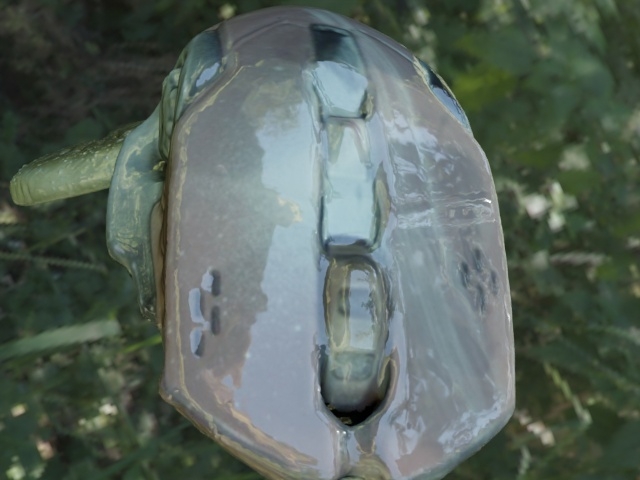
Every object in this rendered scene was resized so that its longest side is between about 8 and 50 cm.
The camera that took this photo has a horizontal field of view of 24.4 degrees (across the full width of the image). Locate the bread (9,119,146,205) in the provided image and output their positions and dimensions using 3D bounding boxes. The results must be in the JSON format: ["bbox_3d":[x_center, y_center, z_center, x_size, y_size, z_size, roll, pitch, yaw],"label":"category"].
[{"bbox_3d":[-0.148,-0.055,1.007,0.112,0.193,0.036,-28,104,-54],"label":"bread"}]

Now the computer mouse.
[{"bbox_3d":[0.001,-0.006,0.709,0.199,0.115,0.389,1,42,-11],"label":"computer mouse"}]
